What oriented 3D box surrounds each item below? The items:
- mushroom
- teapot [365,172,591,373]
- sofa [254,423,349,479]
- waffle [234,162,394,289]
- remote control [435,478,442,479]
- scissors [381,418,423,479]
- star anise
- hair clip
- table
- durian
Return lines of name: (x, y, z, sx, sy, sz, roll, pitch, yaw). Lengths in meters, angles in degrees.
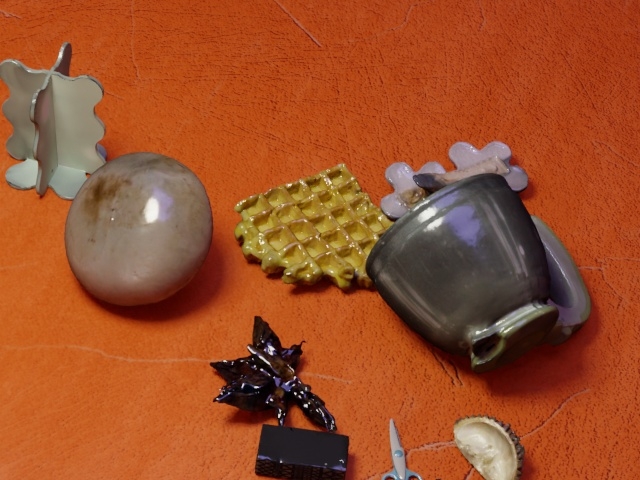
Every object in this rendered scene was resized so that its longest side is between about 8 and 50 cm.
mushroom: (-0.255, -0.014, 1.921, 0.226, 0.178, 0.227, -5, 77, 21)
teapot: (0.230, 0.069, 1.911, 0.239, 0.321, 0.239, -37, 69, 11)
sofa: (-0.023, 0.277, 1.749, 0.117, 0.039, 0.060, 8, 46, 0)
waffle: (0.000, 0.000, 2.016, 0.229, 0.057, 0.219, -22, 52, -25)
remote control: (0.099, 0.459, 1.521, 0.062, 0.145, 0.399, -13, 38, 31)
scissors: (0.101, 0.286, 1.772, 0.058, 0.014, 0.119, -1, 49, -10)
star anise: (-0.078, 0.190, 1.819, 0.157, 0.054, 0.212, -8, 49, -16)
hair clip: (0.209, -0.092, 2.130, 0.257, 0.075, 0.146, -16, 51, -30)
table: (-0.405, -0.184, 2.047, 0.166, 0.198, 0.167, 3, 45, -3)
durian: (0.228, 0.271, 1.777, 0.066, 0.052, 0.130, -26, 54, -26)
